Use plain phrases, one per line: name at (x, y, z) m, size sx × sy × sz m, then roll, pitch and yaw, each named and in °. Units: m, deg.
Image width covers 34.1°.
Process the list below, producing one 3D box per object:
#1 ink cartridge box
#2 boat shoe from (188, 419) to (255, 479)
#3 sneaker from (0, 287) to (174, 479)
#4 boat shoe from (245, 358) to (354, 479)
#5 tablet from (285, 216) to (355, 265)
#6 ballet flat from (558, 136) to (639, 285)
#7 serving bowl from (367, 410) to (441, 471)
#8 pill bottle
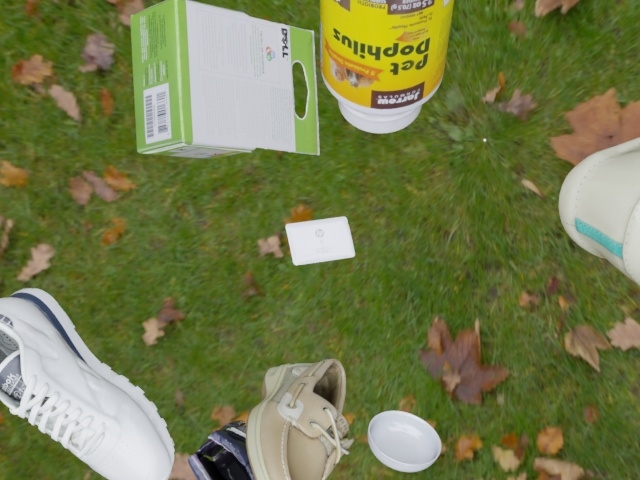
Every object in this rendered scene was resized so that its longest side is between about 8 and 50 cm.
ink cartridge box at (-0.122, -0.205, 1.410) m, size 0.097 × 0.255 × 0.189 m, roll -7°, pitch 84°, yaw 42°
boat shoe at (-0.064, 0.413, 1.552) m, size 0.340 × 0.158 × 0.127 m, roll 42°, pitch 95°, yaw 17°
sneaker at (-0.234, 0.147, 0.947) m, size 0.235 × 0.095 × 0.090 m, roll 43°, pitch 107°, yaw 7°
boat shoe at (-0.016, 0.220, 1.203) m, size 0.098 × 0.302 × 0.109 m, roll -19°, pitch 106°, yaw 9°
tablet at (0.000, 0.000, 1.305) m, size 0.083 × 0.006 × 0.054 m, roll -8°, pitch 77°, yaw -21°
ballet flat at (0.203, -0.037, 0.506) m, size 0.086 × 0.248 × 0.086 m, roll 21°, pitch 119°, yaw 43°
serving bowl at (0.089, 0.226, 1.147) m, size 0.083 × 0.083 × 0.027 m, roll 20°, pitch 123°, yaw 7°
pill bottle at (0.057, -0.193, 0.927) m, size 0.117 × 0.215 × 0.117 m, roll 0°, pitch 58°, yaw 1°
